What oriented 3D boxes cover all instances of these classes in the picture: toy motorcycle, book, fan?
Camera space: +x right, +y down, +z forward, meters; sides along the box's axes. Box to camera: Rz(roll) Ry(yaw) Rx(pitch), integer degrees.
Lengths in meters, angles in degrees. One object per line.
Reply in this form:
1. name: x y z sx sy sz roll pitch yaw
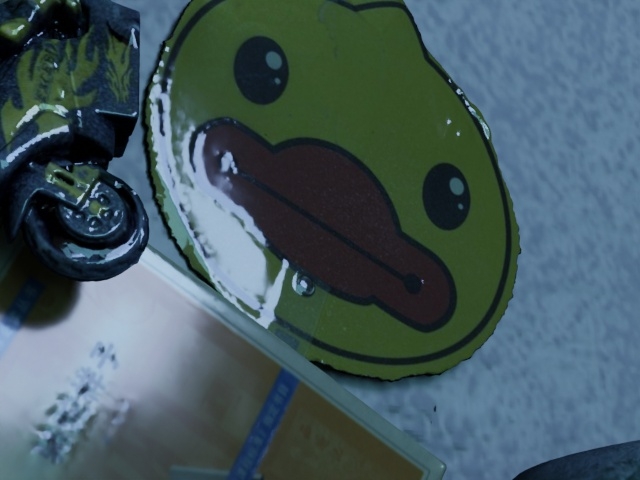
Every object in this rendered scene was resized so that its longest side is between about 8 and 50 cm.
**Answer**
1. toy motorcycle: -0.139 -0.070 0.698 0.124 0.061 0.193 3 61 -20
2. book: -0.065 0.101 0.703 0.241 0.018 0.170 37 55 -14
3. fan: 0.000 0.000 0.806 0.229 0.011 0.335 32 57 -20

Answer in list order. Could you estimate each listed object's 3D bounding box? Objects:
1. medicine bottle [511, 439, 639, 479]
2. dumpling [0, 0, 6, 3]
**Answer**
1. medicine bottle: 0.177 0.244 0.753 0.141 0.141 0.293 3 70 -35
2. dumpling: -0.309 -0.147 0.556 0.395 0.233 0.315 -11 46 -25
